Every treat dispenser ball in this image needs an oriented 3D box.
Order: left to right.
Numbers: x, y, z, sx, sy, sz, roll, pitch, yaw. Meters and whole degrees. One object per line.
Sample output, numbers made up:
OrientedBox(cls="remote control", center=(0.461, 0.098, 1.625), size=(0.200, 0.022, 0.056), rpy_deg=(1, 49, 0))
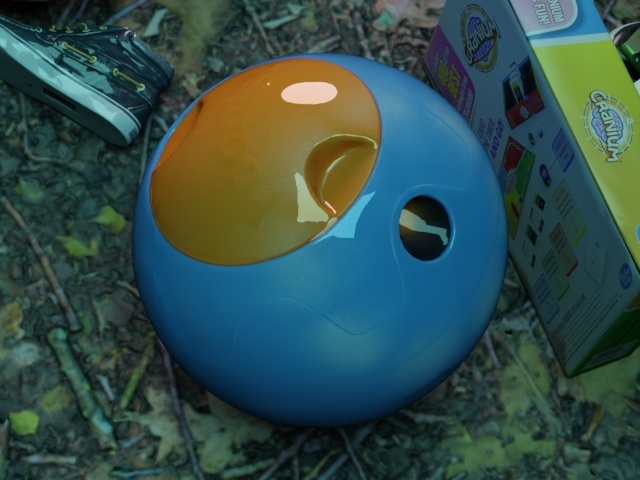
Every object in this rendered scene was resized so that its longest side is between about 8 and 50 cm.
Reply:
OrientedBox(cls="treat dispenser ball", center=(0.000, 0.000, 1.386), size=(0.288, 0.288, 0.288), rpy_deg=(2, 70, -6))

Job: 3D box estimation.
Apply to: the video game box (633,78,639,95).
OrientedBox(cls="video game box", center=(0.294, -0.012, 1.476), size=(0.048, 0.187, 0.205), rpy_deg=(-33, 76, -17))

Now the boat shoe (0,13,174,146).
OrientedBox(cls="boat shoe", center=(-0.217, -0.160, 1.545), size=(0.183, 0.065, 0.083), rpy_deg=(33, 68, -1))

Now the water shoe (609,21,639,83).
OrientedBox(cls="water shoe", center=(0.351, -0.165, 1.596), size=(0.203, 0.080, 0.073), rpy_deg=(9, 69, -3))

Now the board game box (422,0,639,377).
OrientedBox(cls="board game box", center=(0.190, -0.073, 1.459), size=(0.064, 0.242, 0.316), rpy_deg=(-19, 73, -14))

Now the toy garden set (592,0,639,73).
OrientedBox(cls="toy garden set", center=(0.286, -0.191, 1.521), size=(0.204, 0.244, 0.049), rpy_deg=(51, 36, 12))
